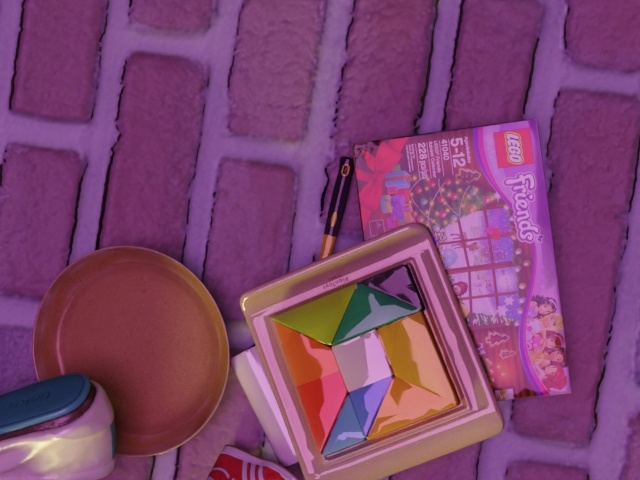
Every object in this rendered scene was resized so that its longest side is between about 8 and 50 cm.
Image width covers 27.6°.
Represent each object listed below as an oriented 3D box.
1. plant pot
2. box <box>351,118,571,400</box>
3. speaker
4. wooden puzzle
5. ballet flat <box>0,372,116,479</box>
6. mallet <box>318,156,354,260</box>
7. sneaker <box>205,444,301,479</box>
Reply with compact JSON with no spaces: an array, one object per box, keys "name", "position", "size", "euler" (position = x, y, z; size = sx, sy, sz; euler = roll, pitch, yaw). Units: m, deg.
[{"name":"plant pot","position":[-0.209,0.122,1.457],"size":[0.236,0.032,0.236],"euler":[1,94,15]},{"name":"box","position":[0.151,0.028,1.399],"size":[0.200,0.057,0.293],"euler":[-8,89,9]},{"name":"speaker","position":[-0.048,0.177,1.432],"size":[0.055,0.055,0.136],"euler":[-27,86,8]},{"name":"wooden puzzle","position":[0.050,0.128,1.367],"size":[0.221,0.044,0.239],"euler":[-23,86,11]},{"name":"ballet flat","position":[-0.407,0.245,1.445],"size":[0.400,0.139,0.139],"euler":[-10,88,14]},{"name":"mallet","position":[0.000,0.000,1.437],"size":[0.062,0.039,0.190],"euler":[6,87,5]},{"name":"sneaker","position":[-0.075,0.269,1.414],"size":[0.118,0.042,0.067],"euler":[13,56,39]}]
